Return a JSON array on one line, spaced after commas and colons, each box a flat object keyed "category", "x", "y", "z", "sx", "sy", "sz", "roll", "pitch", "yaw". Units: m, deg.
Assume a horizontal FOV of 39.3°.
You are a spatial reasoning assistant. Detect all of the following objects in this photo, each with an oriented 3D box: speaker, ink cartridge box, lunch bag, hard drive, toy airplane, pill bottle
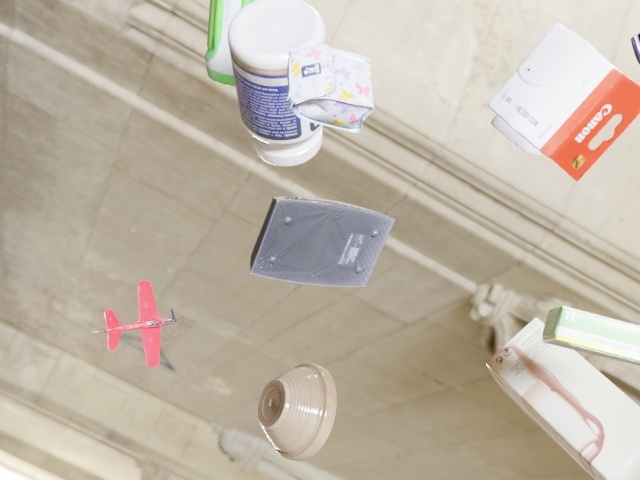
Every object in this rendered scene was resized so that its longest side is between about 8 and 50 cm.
[{"category": "speaker", "x": -0.141, "y": -0.438, "z": 1.629, "sx": 0.131, "sy": 0.131, "sz": 0.297, "roll": -81, "pitch": 179, "yaw": -63}, {"category": "ink cartridge box", "x": 0.394, "y": 0.132, "z": 1.178, "sx": 0.235, "sy": 0.171, "sz": 0.056, "roll": 50, "pitch": 55, "yaw": -81}, {"category": "lunch bag", "x": 0.008, "y": -0.153, "z": 0.886, "sx": 0.053, "sy": 0.083, "sz": 0.071, "roll": 124, "pitch": -28, "yaw": -52}, {"category": "hard drive", "x": 0.000, "y": 0.000, "z": 1.671, "sx": 0.054, "sy": 0.254, "sz": 0.172, "roll": 52, "pitch": -53, "yaw": 50}, {"category": "ink cartridge box", "x": 0.417, "y": -0.239, "z": 1.522, "sx": 0.189, "sy": 0.066, "sz": 0.232, "roll": -50, "pitch": -141, "yaw": 15}, {"category": "toy airplane", "x": -0.309, "y": 0.141, "z": 1.512, "sx": 0.028, "sy": 0.151, "sz": 0.151, "roll": -10, "pitch": -130, "yaw": 56}, {"category": "pill bottle", "x": -0.063, "y": -0.252, "z": 1.473, "sx": 0.265, "sy": 0.153, "sz": 0.153, "roll": 86, "pitch": 21, "yaw": -54}]

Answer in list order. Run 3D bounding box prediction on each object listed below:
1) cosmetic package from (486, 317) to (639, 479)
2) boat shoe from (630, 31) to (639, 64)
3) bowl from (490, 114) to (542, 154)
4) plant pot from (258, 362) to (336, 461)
[{"category": "cosmetic package", "x": 0.440, "y": 0.290, "z": 1.535, "sx": 0.129, "sy": 0.153, "sz": 0.296, "roll": -42, "pitch": -132, "yaw": -4}, {"category": "boat shoe", "x": 0.781, "y": -0.324, "z": 1.926, "sx": 0.158, "sy": 0.341, "sz": 0.127, "roll": -19, "pitch": 169, "yaw": -43}, {"category": "bowl", "x": 0.457, "y": -0.242, "z": 1.924, "sx": 0.142, "sy": 0.142, "sz": 0.053, "roll": 50, "pitch": -49, "yaw": 38}, {"category": "plant pot", "x": -0.075, "y": 0.406, "z": 2.167, "sx": 0.237, "sy": 0.109, "sz": 0.237, "roll": -31, "pitch": -131, "yaw": 44}]
